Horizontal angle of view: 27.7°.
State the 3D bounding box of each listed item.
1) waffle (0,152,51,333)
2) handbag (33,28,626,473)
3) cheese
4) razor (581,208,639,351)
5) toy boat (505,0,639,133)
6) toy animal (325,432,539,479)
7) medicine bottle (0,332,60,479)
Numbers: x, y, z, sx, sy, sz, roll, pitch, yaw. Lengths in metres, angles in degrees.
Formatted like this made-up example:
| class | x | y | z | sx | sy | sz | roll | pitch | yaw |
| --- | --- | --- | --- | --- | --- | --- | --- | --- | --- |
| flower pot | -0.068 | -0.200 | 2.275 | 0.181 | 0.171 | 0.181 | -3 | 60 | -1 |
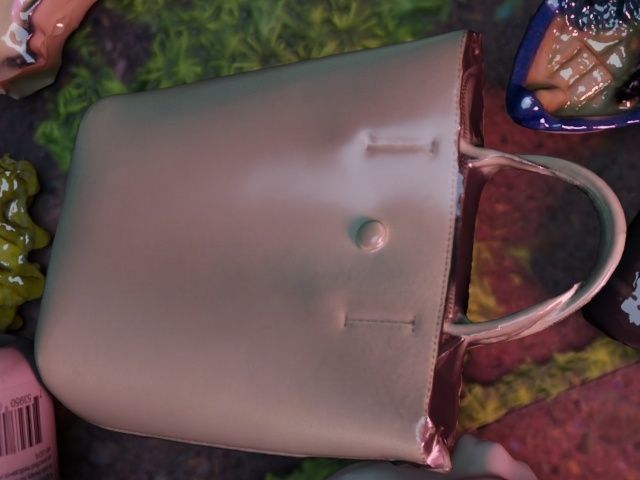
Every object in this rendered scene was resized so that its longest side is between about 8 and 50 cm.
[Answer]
| class | x | y | z | sx | sy | sz | roll | pitch | yaw |
| --- | --- | --- | --- | --- | --- | --- | --- | --- | --- |
| waffle | -0.269 | 0.003 | 0.836 | 0.194 | 0.051 | 0.149 | -10 | 85 | 10 |
| handbag | 0.000 | 0.000 | 0.699 | 0.315 | 0.109 | 0.241 | -4 | 69 | 30 |
| cheese | -0.203 | -0.226 | 0.831 | 0.163 | 0.071 | 0.249 | -30 | 81 | 6 |
| razor | 0.221 | 0.004 | 0.739 | 0.090 | 0.054 | 0.148 | 32 | 92 | 8 |
| toy boat | 0.209 | -0.149 | 0.723 | 0.262 | 0.115 | 0.114 | -41 | 79 | 5 |
| toy animal | 0.067 | 0.228 | 0.672 | 0.367 | 0.196 | 0.241 | 29 | 83 | 9 |
| medicine bottle | -0.223 | 0.205 | 0.747 | 0.157 | 0.157 | 0.289 | -3 | 94 | 11 |
